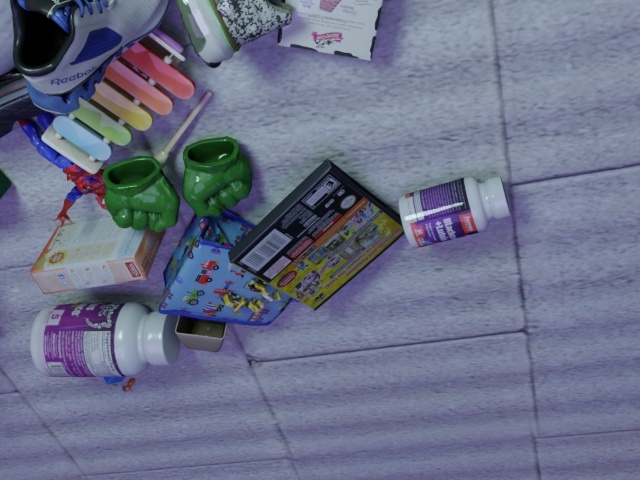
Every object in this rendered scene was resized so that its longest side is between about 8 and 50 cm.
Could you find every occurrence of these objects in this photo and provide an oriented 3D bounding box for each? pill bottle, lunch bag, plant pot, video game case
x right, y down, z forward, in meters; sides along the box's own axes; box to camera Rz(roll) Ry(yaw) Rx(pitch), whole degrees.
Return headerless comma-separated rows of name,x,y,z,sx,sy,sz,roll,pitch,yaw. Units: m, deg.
pill bottle,-0.480,0.224,1.570,0.301,0.169,0.169,-2,128,7
lunch bag,-0.160,0.078,1.461,0.293,0.138,0.221,21,125,-22
plant pot,-0.261,0.195,1.571,0.109,0.109,0.096,7,141,0
video game case,0.000,0.000,1.356,0.275,0.035,0.248,-42,130,18
pill bottle,0.254,-0.058,1.307,0.193,0.108,0.108,-16,125,17

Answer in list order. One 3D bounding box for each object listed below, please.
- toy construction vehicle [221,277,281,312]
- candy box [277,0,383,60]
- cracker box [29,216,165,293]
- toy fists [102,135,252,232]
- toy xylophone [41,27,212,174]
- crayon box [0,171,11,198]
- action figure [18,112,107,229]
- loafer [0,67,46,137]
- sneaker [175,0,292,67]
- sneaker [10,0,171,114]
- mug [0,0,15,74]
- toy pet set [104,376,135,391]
toy construction vehicle,-0.139,0.121,1.415,0.086,0.035,0.098,-41,136,20
candy box,0.024,-0.412,1.075,0.159,0.071,0.234,10,128,-2
cracker box,-0.450,0.023,1.414,0.232,0.156,0.067,-9,127,13
toy fists,-0.264,-0.093,1.306,0.279,0.096,0.142,-17,143,-9
toy xylophone,-0.336,-0.249,1.228,0.236,0.081,0.323,28,122,-17
crayon box,-0.862,-0.139,1.360,0.362,0.106,0.313,-21,124,21
action figure,-0.503,-0.141,1.309,0.091,0.139,0.280,-25,124,24
loafer,-0.537,-0.249,1.176,0.302,0.109,0.095,-18,88,31
sneaker,-0.148,-0.470,0.998,0.181,0.158,0.411,-14,121,6
sneaker,-0.336,-0.338,1.005,0.127,0.182,0.316,34,84,1
mug,-0.566,-0.441,1.013,0.374,0.276,0.328,35,138,10
toy pet set,-0.524,0.348,1.738,0.122,0.065,0.114,33,124,-19
